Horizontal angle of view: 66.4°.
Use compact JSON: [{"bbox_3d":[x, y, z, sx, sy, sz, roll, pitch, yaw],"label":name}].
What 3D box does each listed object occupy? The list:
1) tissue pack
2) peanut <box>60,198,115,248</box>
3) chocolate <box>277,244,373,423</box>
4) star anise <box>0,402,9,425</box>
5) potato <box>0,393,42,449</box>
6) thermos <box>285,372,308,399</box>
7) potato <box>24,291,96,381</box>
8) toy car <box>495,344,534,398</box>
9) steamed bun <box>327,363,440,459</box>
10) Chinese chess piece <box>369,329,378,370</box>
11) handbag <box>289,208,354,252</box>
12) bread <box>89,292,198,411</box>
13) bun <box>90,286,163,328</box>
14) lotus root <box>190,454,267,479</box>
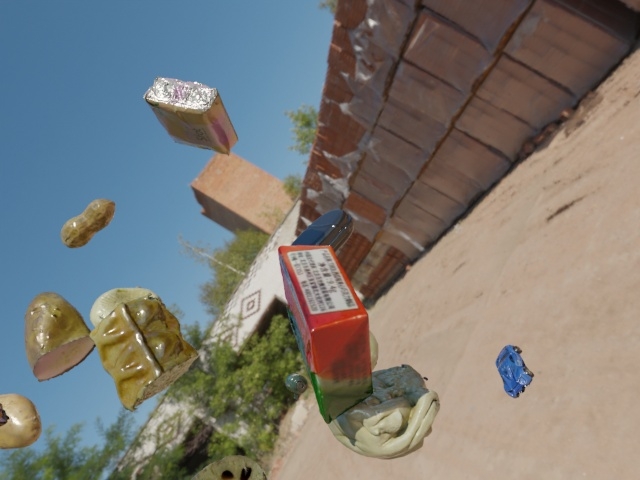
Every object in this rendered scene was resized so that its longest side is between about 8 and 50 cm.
[{"bbox_3d":[-0.382,-0.377,1.489,0.257,0.214,0.123,73,-147,-72],"label":"tissue pack"},{"bbox_3d":[-0.660,-0.051,1.389,0.192,0.089,0.089,-42,-2,3],"label":"peanut"},{"bbox_3d":[0.013,0.229,1.307,0.360,0.161,0.342,-118,17,-53],"label":"chocolate"},{"bbox_3d":[-0.848,0.433,1.180,0.158,0.141,0.144,-1,43,49],"label":"star anise"},{"bbox_3d":[-0.932,0.546,1.488,0.234,0.162,0.128,-15,-11,27],"label":"potato"},{"bbox_3d":[-0.094,0.552,1.875,0.083,0.073,0.188,-47,-3,-16],"label":"thermos"},{"bbox_3d":[-0.920,0.303,1.682,0.229,0.266,0.229,-33,-25,-18],"label":"potato"},{"bbox_3d":[0.617,0.414,1.588,0.103,0.063,0.216,-60,8,22],"label":"toy car"},{"bbox_3d":[0.199,0.538,1.469,0.393,0.346,0.238,-9,-83,-50],"label":"steamed bun"},{"bbox_3d":[0.114,0.448,1.924,0.250,0.101,0.251,-36,36,32],"label":"Chinese chess piece"},{"bbox_3d":[-0.001,-0.001,1.853,0.308,0.093,0.253,-47,18,-23],"label":"handbag"},{"bbox_3d":[-0.486,0.300,1.357,0.238,0.252,0.196,-27,-23,-47],"label":"bread"},{"bbox_3d":[-0.634,0.271,1.652,0.259,0.259,0.160,-52,-17,-67],"label":"bun"},{"bbox_3d":[-0.276,0.697,1.154,0.346,0.250,0.250,-47,1,19],"label":"lotus root"}]
